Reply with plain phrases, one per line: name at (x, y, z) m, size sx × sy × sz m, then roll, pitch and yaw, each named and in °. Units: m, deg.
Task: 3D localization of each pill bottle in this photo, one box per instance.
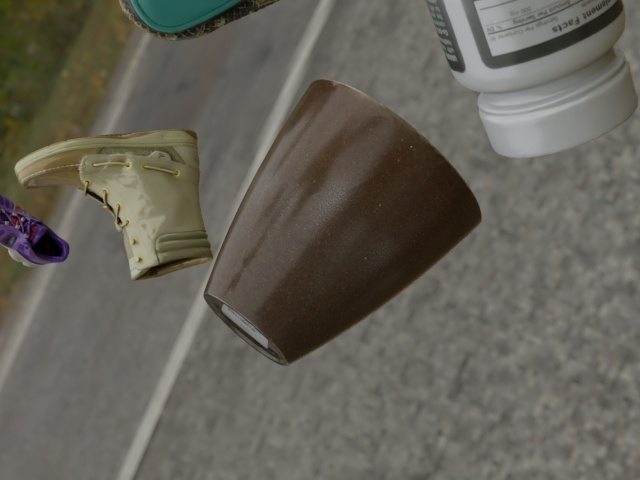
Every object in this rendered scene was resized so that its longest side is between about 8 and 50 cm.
pill bottle at (0.168, -0.227, 1.584) m, size 0.161 × 0.283 × 0.161 m, roll -19°, pitch 20°, yaw 7°

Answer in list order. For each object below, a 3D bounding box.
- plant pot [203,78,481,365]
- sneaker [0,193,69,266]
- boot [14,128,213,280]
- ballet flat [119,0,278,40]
plant pot at (0.000, 0.000, 1.779) m, size 0.230 × 0.215 × 0.215 m, roll -49°, pitch 15°, yaw -13°
sneaker at (-0.357, -0.021, 2.143) m, size 0.071 × 0.170 × 0.068 m, roll 4°, pitch 71°, yaw 44°
boot at (-0.289, -0.042, 2.594) m, size 0.095 × 0.262 × 0.203 m, roll 126°, pitch 136°, yaw -76°
ballet flat at (0.008, -0.358, 1.947) m, size 0.483 × 0.164 × 0.182 m, roll -22°, pitch 18°, yaw 16°
